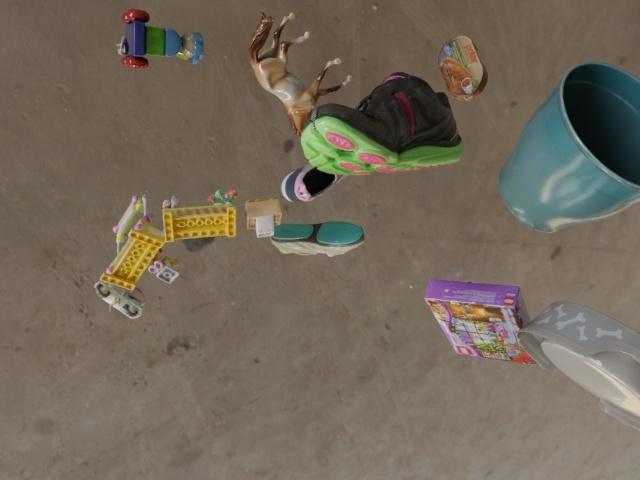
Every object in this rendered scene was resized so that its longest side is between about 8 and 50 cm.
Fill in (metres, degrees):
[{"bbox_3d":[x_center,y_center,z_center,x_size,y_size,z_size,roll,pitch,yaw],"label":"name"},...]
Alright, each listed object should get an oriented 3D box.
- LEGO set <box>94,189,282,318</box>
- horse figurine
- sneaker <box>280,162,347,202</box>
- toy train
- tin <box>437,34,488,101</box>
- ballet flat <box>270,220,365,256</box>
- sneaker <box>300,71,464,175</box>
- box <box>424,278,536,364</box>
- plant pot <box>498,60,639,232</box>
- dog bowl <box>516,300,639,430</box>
[{"bbox_3d":[-0.199,-0.018,0.821,0.286,0.107,0.132,-32,130,9],"label":"LEGO set"},{"bbox_3d":[-0.053,-0.328,1.178,0.174,0.066,0.263,-45,119,10],"label":"horse figurine"},{"bbox_3d":[0.045,-0.203,1.628,0.319,0.131,0.112,-40,112,-16],"label":"sneaker"},{"bbox_3d":[-0.332,-0.401,1.208,0.143,0.248,0.105,0,106,-24],"label":"toy train"},{"bbox_3d":[0.365,-0.442,1.518,0.040,0.190,0.106,15,142,-40],"label":"tin"},{"bbox_3d":[0.000,0.000,0.932,0.057,0.168,0.052,-64,145,-35],"label":"ballet flat"},{"bbox_3d":[0.125,-0.241,1.211,0.482,0.185,0.203,-11,95,-52],"label":"sneaker"},{"bbox_3d":[0.383,0.193,1.378,0.293,0.200,0.057,53,50,-45],"label":"box"},{"bbox_3d":[0.488,-0.147,1.124,0.271,0.272,0.255,-9,157,-25],"label":"plant pot"},{"bbox_3d":[0.572,0.252,1.183,0.102,0.348,0.349,-52,132,-7],"label":"dog bowl"}]
